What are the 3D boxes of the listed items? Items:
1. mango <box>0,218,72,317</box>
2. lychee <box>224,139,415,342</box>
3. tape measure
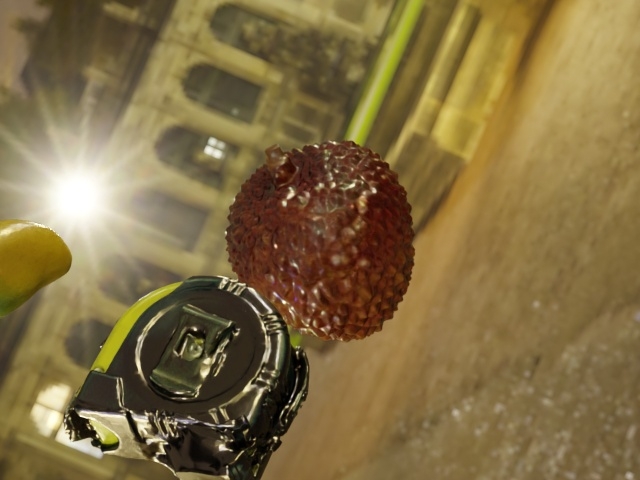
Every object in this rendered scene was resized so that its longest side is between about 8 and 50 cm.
[{"bbox_3d":[-0.440,0.035,2.041,0.191,0.122,0.085,-39,14,-31],"label":"mango"},{"bbox_3d":[0.000,0.000,2.041,0.276,0.304,0.276,-28,21,12],"label":"lychee"},{"bbox_3d":[-0.113,0.119,1.334,0.112,0.199,0.186,86,-155,-54],"label":"tape measure"}]
